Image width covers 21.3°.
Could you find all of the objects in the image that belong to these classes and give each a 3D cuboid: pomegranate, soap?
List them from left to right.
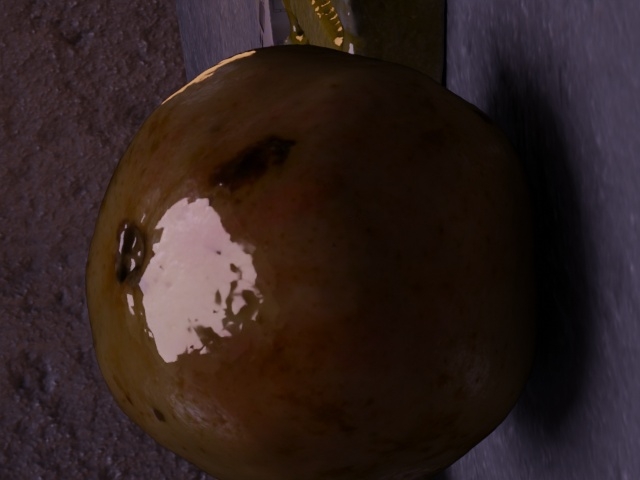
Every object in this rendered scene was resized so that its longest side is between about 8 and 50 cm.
[{"bbox_3d":[0.011,0.017,1.199,0.342,0.342,0.342,174,90,-81],"label":"pomegranate"},{"bbox_3d":[0.031,-0.187,1.521,0.315,0.091,0.199,-116,22,-63],"label":"soap"}]

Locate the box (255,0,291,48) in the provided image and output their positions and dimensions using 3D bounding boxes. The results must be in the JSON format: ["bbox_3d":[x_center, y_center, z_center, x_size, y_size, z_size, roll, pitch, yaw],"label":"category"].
[{"bbox_3d":[-0.061,-0.289,2.171,0.129,0.033,0.247,154,110,-81],"label":"box"}]
